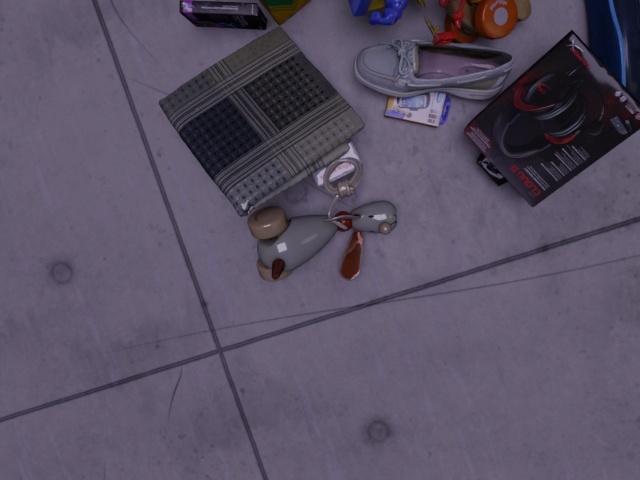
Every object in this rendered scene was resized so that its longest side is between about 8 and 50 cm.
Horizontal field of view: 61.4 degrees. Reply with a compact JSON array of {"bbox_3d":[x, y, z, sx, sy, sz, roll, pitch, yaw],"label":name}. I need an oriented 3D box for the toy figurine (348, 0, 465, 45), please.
[{"bbox_3d":[0.113,-0.534,1.013,0.217,0.191,0.363,-14,76,-12],"label":"toy figurine"}]

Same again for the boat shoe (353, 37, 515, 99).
[{"bbox_3d":[0.229,-0.362,1.108,0.319,0.103,0.118,8,73,1],"label":"boat shoe"}]

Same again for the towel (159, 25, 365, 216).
[{"bbox_3d":[-0.116,-0.250,1.104,0.324,0.056,0.312,-36,76,-11],"label":"towel"}]

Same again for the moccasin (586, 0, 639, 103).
[{"bbox_3d":[0.617,-0.432,1.073,0.116,0.138,0.343,-8,96,0],"label":"moccasin"}]

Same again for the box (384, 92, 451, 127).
[{"bbox_3d":[0.213,-0.296,1.170,0.136,0.028,0.081,13,96,5],"label":"box"}]

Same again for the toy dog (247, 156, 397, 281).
[{"bbox_3d":[0.000,0.000,1.135,0.333,0.161,0.220,-31,125,11],"label":"toy dog"}]

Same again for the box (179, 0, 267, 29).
[{"bbox_3d":[-0.201,-0.474,1.136,0.161,0.116,0.029,3,98,4],"label":"box"}]

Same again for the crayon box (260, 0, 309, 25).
[{"bbox_3d":[-0.177,-0.621,1.019,0.106,0.313,0.363,-37,92,7],"label":"crayon box"}]

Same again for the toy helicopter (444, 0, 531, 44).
[{"bbox_3d":[0.389,-0.563,1.072,0.354,0.140,0.235,-30,111,-9],"label":"toy helicopter"}]

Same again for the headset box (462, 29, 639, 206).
[{"bbox_3d":[0.449,-0.227,1.076,0.218,0.110,0.293,48,123,-1],"label":"headset box"}]

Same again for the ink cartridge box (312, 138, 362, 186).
[{"bbox_3d":[0.013,-0.206,1.176,0.109,0.063,0.151,-26,94,6],"label":"ink cartridge box"}]
